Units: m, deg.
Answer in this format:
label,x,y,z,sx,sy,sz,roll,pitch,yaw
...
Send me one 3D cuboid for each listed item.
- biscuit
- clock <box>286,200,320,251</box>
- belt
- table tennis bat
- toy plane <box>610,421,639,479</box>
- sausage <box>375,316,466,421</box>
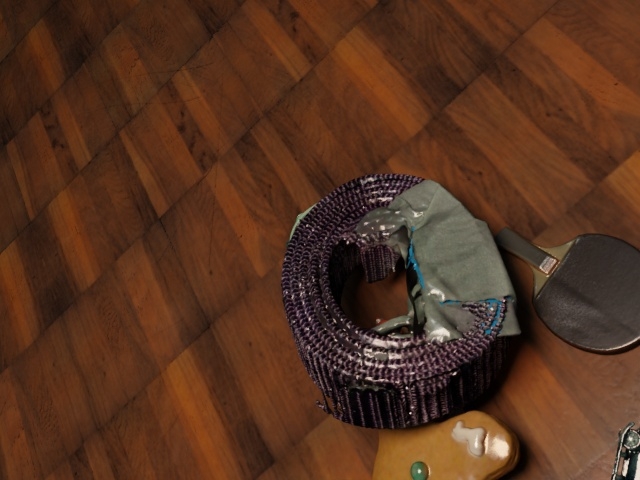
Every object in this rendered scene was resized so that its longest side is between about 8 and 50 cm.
label,x,y,z,sx,sy,sz,roll,pitch,yaw
biscuit,0.101,0.336,0.948,0.216,0.047,0.340,12,82,43
clock,0.000,0.000,1.212,0.135,0.041,0.101,-26,56,26
belt,0.088,0.060,1.024,0.260,0.122,0.325,-13,45,3
table tennis bat,0.286,0.042,0.994,0.220,0.019,0.130,37,91,40
toy plane,0.345,0.195,0.851,0.096,0.060,0.235,9,78,31
sausage,0.133,0.177,1.032,0.034,0.034,0.253,-47,50,9
